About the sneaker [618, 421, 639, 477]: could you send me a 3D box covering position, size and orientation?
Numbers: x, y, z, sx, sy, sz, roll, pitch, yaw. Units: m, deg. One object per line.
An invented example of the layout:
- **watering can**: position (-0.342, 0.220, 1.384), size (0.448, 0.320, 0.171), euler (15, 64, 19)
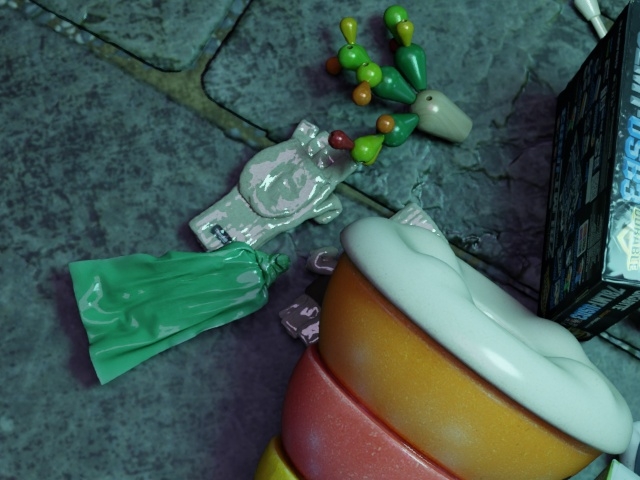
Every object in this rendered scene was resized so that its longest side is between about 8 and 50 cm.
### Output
- **sneaker**: position (0.311, 0.317, 1.484), size (0.153, 0.094, 0.235), euler (-7, 87, -15)

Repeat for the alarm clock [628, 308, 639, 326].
- **alarm clock**: position (0.400, 0.023, 1.580), size (0.129, 0.064, 0.192), euler (19, 78, 0)

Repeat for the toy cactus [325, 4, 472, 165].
- **toy cactus**: position (0.086, -0.159, 1.585), size (0.180, 0.112, 0.219), euler (29, 47, -22)

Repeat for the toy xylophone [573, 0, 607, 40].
- **toy xylophone**: position (0.451, -0.256, 1.644), size (0.236, 0.081, 0.322), euler (-30, 80, -11)

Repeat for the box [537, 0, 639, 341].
- **box**: position (0.302, -0.062, 1.476), size (0.073, 0.293, 0.295), euler (9, 75, -1)

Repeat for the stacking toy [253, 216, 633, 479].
- **stacking toy**: position (0.048, 0.247, 1.415), size (0.351, 0.350, 0.480), euler (37, 99, 5)

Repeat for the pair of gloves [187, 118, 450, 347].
- **pair of gloves**: position (0.000, 0.000, 1.565), size (0.240, 0.042, 0.204), euler (42, 80, 8)

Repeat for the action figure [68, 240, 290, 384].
- **action figure**: position (-0.143, 0.057, 1.512), size (0.232, 0.063, 0.137), euler (-17, 86, 3)

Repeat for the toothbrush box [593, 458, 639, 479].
- **toothbrush box**: position (0.281, 0.391, 1.373), size (0.206, 0.122, 0.283), euler (37, 121, 4)
